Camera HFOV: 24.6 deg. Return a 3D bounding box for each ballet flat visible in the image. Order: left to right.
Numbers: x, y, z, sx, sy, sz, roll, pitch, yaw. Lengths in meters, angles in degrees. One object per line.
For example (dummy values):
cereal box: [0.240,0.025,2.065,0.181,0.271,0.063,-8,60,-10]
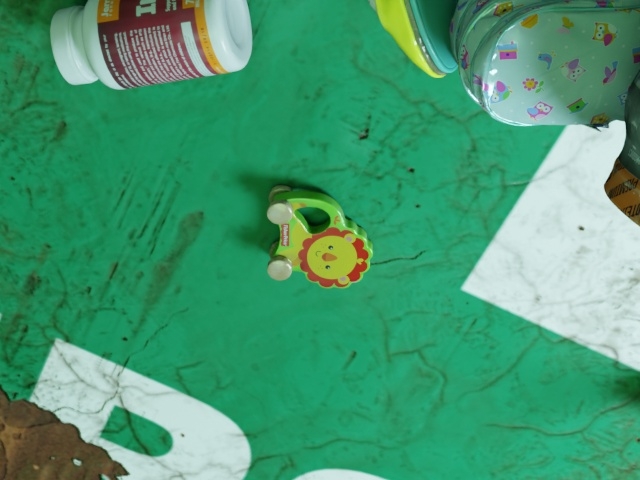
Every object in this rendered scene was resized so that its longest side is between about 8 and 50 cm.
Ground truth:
ballet flat: [0.052,-0.235,1.138,0.077,0.077,0.231,5,127,34]

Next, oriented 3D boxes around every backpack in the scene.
backpack: [0.191,-0.155,1.116,0.182,0.115,0.152,-1,120,-7]

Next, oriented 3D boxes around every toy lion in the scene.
toy lion: [0.000,0.000,1.334,0.096,0.034,0.100,2,125,2]

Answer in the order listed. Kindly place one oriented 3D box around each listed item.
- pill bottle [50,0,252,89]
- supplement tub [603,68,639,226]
pill bottle: [-0.140,-0.170,1.204,0.152,0.086,0.086,-8,123,16]
supplement tub: [0.338,-0.131,1.000,0.193,0.193,0.316,27,108,-8]
